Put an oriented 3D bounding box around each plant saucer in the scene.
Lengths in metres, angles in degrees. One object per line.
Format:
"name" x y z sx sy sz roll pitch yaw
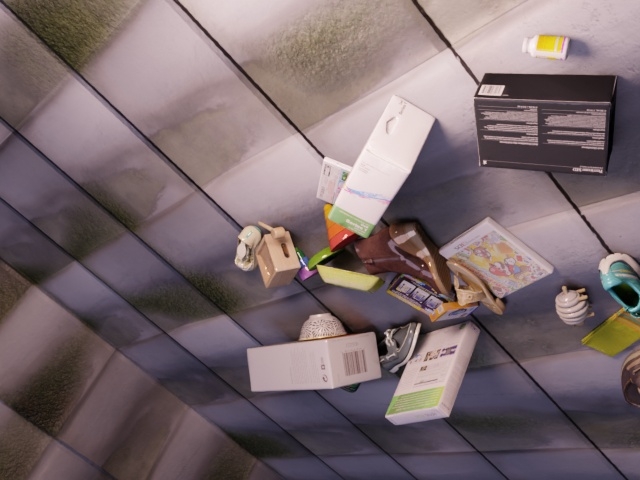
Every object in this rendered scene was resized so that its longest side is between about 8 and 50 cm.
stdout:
"plant saucer" 0.089 0.119 2.069 0.188 0.045 0.188 12 175 12

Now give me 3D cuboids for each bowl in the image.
"bowl" 0.004 0.292 2.384 0.170 0.080 0.170 -7 173 -1

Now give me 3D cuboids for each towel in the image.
"towel" 0.805 0.245 1.863 0.102 0.021 0.237 28 145 3

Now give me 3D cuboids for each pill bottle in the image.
"pill bottle" 0.431 -0.370 1.333 0.083 0.043 0.043 12 142 21

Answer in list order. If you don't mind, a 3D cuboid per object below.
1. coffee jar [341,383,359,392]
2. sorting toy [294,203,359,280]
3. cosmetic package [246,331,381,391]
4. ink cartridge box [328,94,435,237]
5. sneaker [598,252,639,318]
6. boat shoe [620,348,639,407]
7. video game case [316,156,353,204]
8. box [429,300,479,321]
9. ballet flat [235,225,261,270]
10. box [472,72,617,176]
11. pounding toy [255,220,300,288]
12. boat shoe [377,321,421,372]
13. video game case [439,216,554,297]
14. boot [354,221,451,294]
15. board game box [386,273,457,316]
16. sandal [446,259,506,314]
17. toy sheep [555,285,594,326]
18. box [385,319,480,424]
"coffee jar" 0.122 0.489 2.573 0.096 0.079 0.184 27 144 2
"sorting toy" 0.000 0.000 2.061 0.126 0.127 0.365 58 147 9
"cosmetic package" -0.032 0.424 2.421 0.230 0.161 0.453 -2 170 -42
"ink cartridge box" 0.140 -0.169 1.640 0.117 0.201 0.278 28 144 -1
"sneaker" 0.768 0.150 1.684 0.275 0.110 0.107 37 133 -14
"boat shoe" 0.886 0.363 1.860 0.132 0.130 0.355 17 143 16
"video game case" 0.066 -0.143 1.881 0.143 0.019 0.157 22 143 8
"box" 0.394 0.202 2.029 0.136 0.028 0.081 -7 154 -26
"ballet flat" -0.245 0.045 2.268 0.086 0.086 0.248 23 145 7
"box" 0.458 -0.239 1.428 0.261 0.103 0.184 8 137 25
"pounding toy" -0.125 0.018 2.133 0.094 0.181 0.206 -9 156 -25
"boat shoe" 0.244 0.344 2.283 0.099 0.116 0.319 24 150 1
"video game case" 0.462 0.051 1.849 0.227 0.026 0.206 36 144 -10
"boot" 0.233 0.066 1.953 0.207 0.090 0.248 -20 111 37
"board game box" 0.299 0.148 2.059 0.170 0.048 0.141 30 147 -2
"sandal" 0.418 0.155 1.929 0.240 0.079 0.088 40 167 -25
"toy sheep" 0.658 0.170 1.818 0.091 0.091 0.132 -10 116 41
"box" 0.340 0.400 2.108 0.058 0.322 0.232 44 143 -15
